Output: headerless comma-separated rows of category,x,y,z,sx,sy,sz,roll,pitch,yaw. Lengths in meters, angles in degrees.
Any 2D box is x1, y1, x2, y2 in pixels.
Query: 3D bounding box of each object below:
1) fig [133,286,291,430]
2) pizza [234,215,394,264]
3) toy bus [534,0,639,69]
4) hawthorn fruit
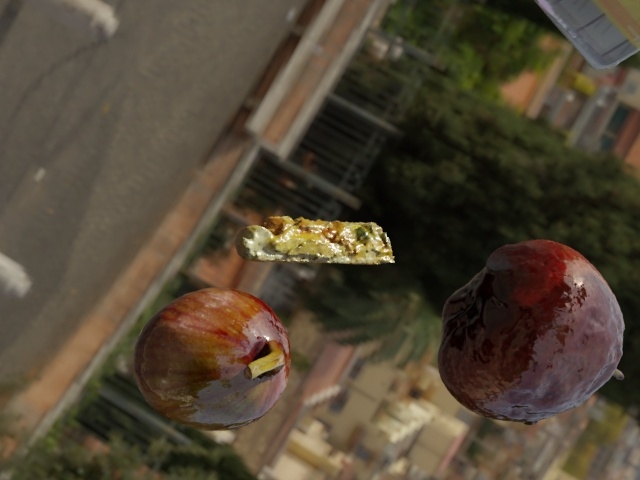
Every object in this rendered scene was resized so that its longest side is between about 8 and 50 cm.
fig,-0.093,0.132,1.668,0.175,0.207,0.175,7,81,-50
pizza,0.000,0.000,1.907,0.292,0.197,0.058,2,91,-62
toy bus,0.158,-0.221,1.015,0.106,0.092,0.268,-33,140,18
hawthorn fruit,0.278,0.117,1.852,0.266,0.210,0.230,18,112,-35
